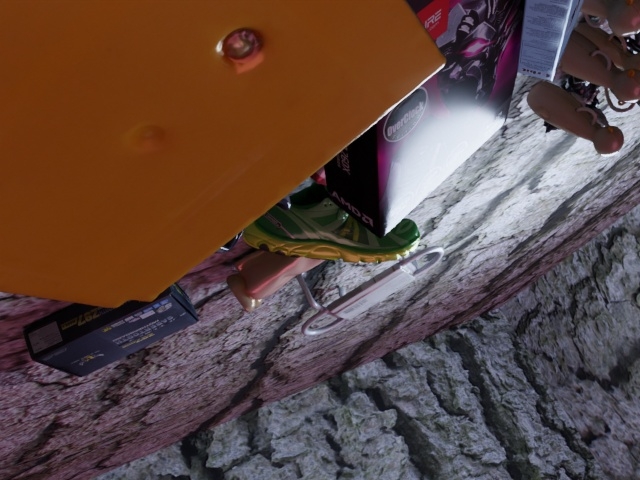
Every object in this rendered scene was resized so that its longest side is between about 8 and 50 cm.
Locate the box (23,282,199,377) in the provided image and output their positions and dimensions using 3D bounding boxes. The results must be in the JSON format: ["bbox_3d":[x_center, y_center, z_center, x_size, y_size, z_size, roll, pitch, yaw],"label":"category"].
[{"bbox_3d":[-0.336,0.141,1.026,0.233,0.059,0.183,-25,161,-7],"label":"box"}]

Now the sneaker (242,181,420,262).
[{"bbox_3d":[0.031,-0.032,0.925,0.296,0.123,0.109,4,-174,-28],"label":"sneaker"}]

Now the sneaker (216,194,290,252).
[{"bbox_3d":[-0.170,-0.027,0.744,0.300,0.121,0.111,-32,159,11],"label":"sneaker"}]

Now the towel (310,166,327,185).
[{"bbox_3d":[0.152,-0.181,0.826,0.329,0.037,0.237,-48,154,18],"label":"towel"}]

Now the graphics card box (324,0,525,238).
[{"bbox_3d":[0.098,-0.187,0.578,0.233,0.094,0.370,-42,155,-18],"label":"graphics card box"}]

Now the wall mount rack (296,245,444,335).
[{"bbox_3d":[0.105,0.079,1.365,0.350,0.130,0.304,-32,156,12],"label":"wall mount rack"}]

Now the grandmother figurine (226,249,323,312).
[{"bbox_3d":[0.000,0.000,1.080,0.342,0.104,0.208,-33,-173,6],"label":"grandmother figurine"}]

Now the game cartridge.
[{"bbox_3d":[-0.110,-0.077,0.365,0.324,0.052,0.285,-36,152,17],"label":"game cartridge"}]

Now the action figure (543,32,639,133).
[{"bbox_3d":[0.470,-0.245,1.022,0.164,0.141,0.275,-36,160,-11],"label":"action figure"}]

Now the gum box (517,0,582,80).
[{"bbox_3d":[0.228,-0.256,0.559,0.156,0.041,0.184,-69,163,-4],"label":"gum box"}]

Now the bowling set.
[{"bbox_3d":[0.396,-0.268,0.800,0.200,0.154,0.287,-43,153,-6],"label":"bowling set"}]
